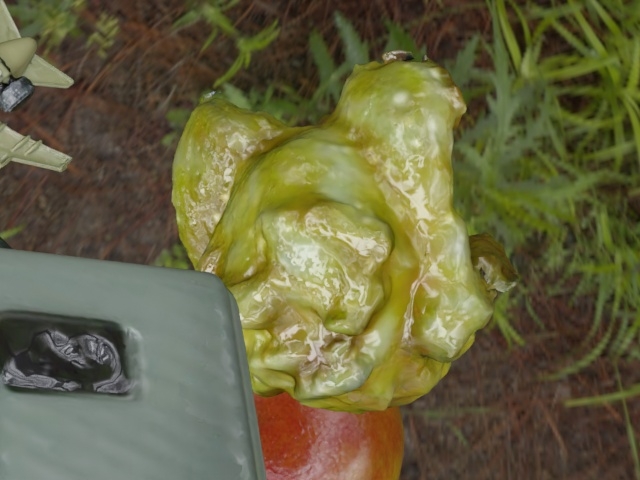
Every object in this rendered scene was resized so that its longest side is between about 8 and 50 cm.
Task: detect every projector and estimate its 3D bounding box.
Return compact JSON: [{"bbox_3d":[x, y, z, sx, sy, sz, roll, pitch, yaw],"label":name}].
[{"bbox_3d":[-0.100,0.147,0.409,0.099,0.192,0.256,7,141,-27],"label":"projector"}]

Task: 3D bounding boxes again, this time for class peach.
[{"bbox_3d":[-0.059,0.253,1.735,0.308,0.332,0.307,22,139,21],"label":"peach"}]

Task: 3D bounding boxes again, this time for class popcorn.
[{"bbox_3d":[-0.006,0.007,1.330,0.326,0.290,0.321,38,150,-4],"label":"popcorn"}]

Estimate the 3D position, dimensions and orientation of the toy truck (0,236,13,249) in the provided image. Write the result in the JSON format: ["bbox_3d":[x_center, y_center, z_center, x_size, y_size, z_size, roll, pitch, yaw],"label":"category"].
[{"bbox_3d":[-0.249,0.094,0.924,0.127,0.127,0.257,41,126,26],"label":"toy truck"}]

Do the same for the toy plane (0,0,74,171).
[{"bbox_3d":[-0.335,-0.136,1.391,0.229,0.244,0.092,49,129,-7],"label":"toy plane"}]
